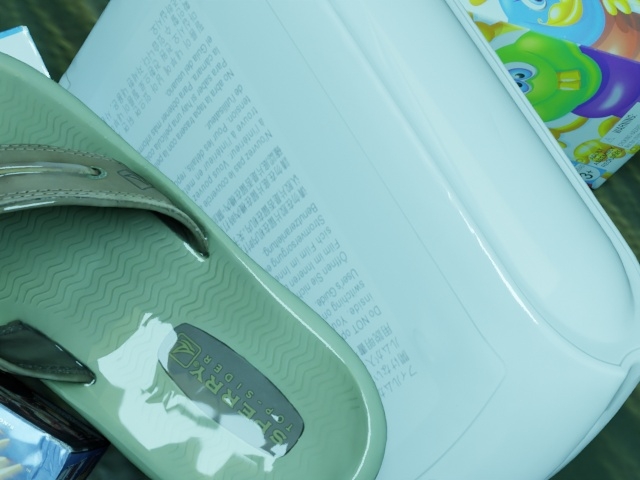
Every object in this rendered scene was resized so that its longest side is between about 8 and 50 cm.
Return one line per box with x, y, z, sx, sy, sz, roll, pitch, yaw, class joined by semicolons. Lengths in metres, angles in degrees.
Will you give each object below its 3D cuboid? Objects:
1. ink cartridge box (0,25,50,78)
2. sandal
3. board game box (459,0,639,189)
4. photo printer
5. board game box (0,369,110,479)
-0.187;-0.035;0.582;0.092;0.143;0.089;-28;94;-27;ink cartridge box
-0.103;0.008;0.453;0.303;0.086;0.120;32;88;7;sandal
0.083;-0.154;0.714;0.275;0.144;0.142;14;62;-10;board game box
0.000;0.000;0.555;0.107;0.256;0.307;-18;70;-45;photo printer
-0.213;0.044;0.513;0.243;0.165;0.042;33;80;0;board game box
